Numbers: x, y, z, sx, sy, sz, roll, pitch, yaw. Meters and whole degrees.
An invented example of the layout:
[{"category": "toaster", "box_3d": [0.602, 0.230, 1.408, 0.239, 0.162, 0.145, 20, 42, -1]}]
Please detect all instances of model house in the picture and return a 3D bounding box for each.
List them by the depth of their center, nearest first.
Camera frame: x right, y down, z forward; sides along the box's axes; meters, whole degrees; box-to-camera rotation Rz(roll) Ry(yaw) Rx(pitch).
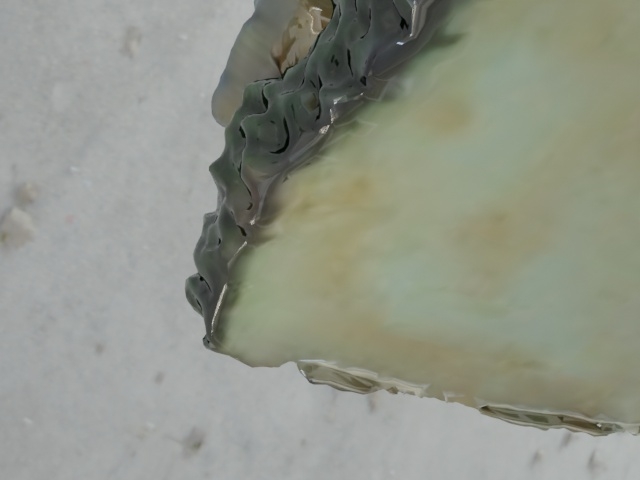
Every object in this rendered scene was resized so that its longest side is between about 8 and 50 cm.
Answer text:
[{"category": "model house", "box_3d": [0.150, -0.170, 0.757, 0.400, 0.395, 0.445, -96, -154, -42]}]
